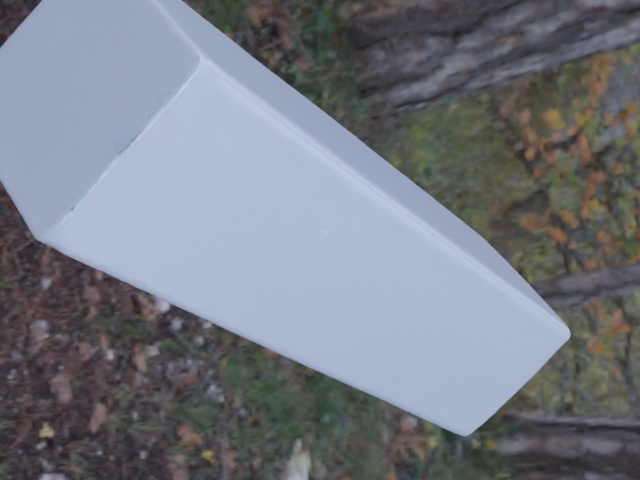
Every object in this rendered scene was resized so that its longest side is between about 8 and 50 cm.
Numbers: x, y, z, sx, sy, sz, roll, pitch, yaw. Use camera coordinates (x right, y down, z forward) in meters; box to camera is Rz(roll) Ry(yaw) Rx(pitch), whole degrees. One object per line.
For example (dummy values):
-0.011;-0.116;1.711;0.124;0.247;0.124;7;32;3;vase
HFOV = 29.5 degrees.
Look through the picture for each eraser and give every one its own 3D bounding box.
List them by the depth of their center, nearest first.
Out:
0.000;-0.001;0.486;0.298;0.076;0.078;32;15;-53;eraser
